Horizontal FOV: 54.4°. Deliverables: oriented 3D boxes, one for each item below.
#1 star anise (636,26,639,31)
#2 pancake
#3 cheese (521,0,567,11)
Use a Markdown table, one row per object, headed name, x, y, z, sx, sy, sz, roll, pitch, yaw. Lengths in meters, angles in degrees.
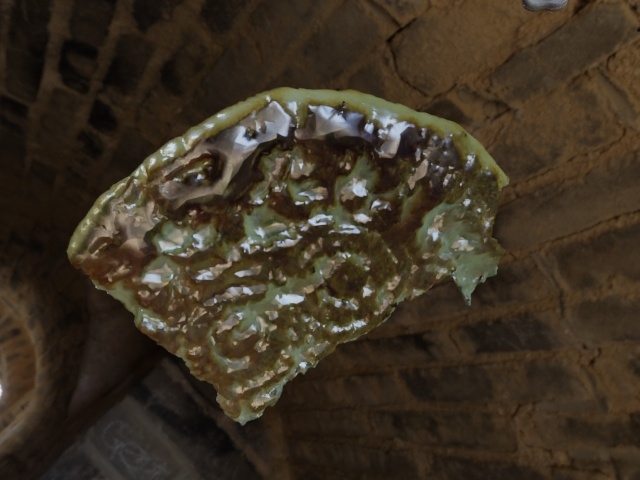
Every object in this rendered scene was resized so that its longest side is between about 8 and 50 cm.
| name | x | y | z | sx | sy | sz | roll | pitch | yaw |
| --- | --- | --- | --- | --- | --- | --- | --- | --- | --- |
| star anise | 0.435 | -0.237 | 0.687 | 0.057 | 0.168 | 0.167 | 17 | -17 | -31 |
| pancake | -0.002 | -0.004 | 0.622 | 0.067 | 0.426 | 0.305 | 41 | -25 | 62 |
| cheese | 0.270 | -0.407 | 0.708 | 0.163 | 0.082 | 0.287 | 2 | -86 | 19 |
